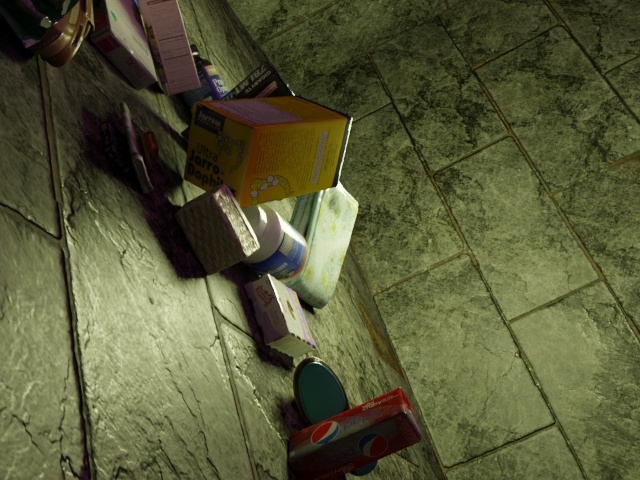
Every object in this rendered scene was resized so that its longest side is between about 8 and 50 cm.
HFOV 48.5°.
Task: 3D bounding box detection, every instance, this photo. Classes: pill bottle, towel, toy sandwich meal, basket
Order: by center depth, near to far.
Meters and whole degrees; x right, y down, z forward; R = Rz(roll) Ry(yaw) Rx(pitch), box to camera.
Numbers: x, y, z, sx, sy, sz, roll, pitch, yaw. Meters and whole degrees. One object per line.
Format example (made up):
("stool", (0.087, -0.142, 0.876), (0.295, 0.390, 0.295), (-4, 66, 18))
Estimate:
("towel", (-0.356, -0.179, 1.376), (0.113, 0.023, 0.152), (92, -19, -56))
("toy sandwich meal", (-0.346, -0.186, 1.448), (0.085, 0.029, 0.085), (166, -90, -75))
("basket", (-0.222, -0.021, 1.518), (0.167, 0.113, 0.103), (62, 14, -8))
("pill bottle", (-0.144, -0.001, 1.754), (0.272, 0.152, 0.152), (44, 22, -61))
("pill bottle", (-0.331, -0.422, 1.966), (0.219, 0.123, 0.123), (61, 10, -6))
("towel", (0.000, 0.000, 2.157), (0.320, 0.090, 0.374), (41, 64, -62))

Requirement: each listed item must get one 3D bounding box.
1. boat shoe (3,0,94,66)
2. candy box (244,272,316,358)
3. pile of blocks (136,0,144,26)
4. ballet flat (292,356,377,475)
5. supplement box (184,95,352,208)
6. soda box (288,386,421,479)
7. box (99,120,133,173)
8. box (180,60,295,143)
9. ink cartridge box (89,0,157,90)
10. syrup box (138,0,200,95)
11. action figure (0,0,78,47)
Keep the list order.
("boat shoe", (-0.471, -0.415, 1.281), (0.324, 0.123, 0.120), (-93, 161, -48))
("candy box", (-0.096, 0.188, 1.744), (0.164, 0.070, 0.196), (68, 10, 24))
("pile of blocks", (-0.513, -0.701, 1.790), (0.362, 0.113, 0.149), (50, 16, -54))
("ballet flat", (0.022, 0.413, 1.697), (0.348, 0.123, 0.123), (59, 10, -19))
("supplement box", (-0.120, -0.222, 1.705), (0.194, 0.195, 0.357), (28, 28, 32))
("soda box", (0.068, 0.404, 1.450), (0.083, 0.263, 0.092), (61, 10, -20))
("box", (-0.385, -0.176, 1.342), (0.067, 0.018, 0.083), (50, 16, -54))
("box", (-0.177, -0.282, 1.899), (0.073, 0.295, 0.293), (48, -2, 34))
("ink cartridge box", (-0.475, -0.517, 1.650), (0.186, 0.065, 0.311), (51, 18, -57))
("syrup box", (-0.377, -0.490, 1.777), (0.093, 0.096, 0.236), (-133, -153, -71))
("action figure", (-0.498, -0.424, 1.097), (0.232, 0.137, 0.063), (40, -23, -5))
